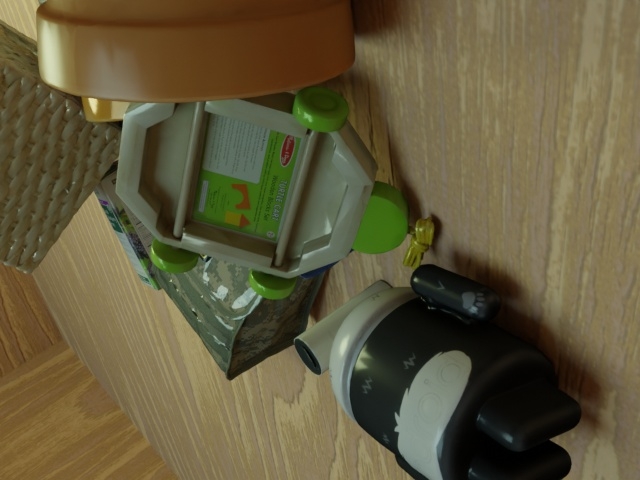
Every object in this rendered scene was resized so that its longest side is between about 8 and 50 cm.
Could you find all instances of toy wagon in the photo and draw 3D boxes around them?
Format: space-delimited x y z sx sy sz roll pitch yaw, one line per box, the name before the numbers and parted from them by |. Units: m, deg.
toy wagon | -0.045 -0.052 0.993 0.344 0.068 0.267 15 132 -3

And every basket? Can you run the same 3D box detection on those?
basket | -0.551 -0.174 1.538 0.266 0.331 0.328 41 -174 38

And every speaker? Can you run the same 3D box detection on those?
speaker | 0.035 0.106 1.128 0.055 0.136 0.055 43 154 28

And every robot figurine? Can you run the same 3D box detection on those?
robot figurine | 0.133 0.155 0.961 0.278 0.209 0.173 28 173 47

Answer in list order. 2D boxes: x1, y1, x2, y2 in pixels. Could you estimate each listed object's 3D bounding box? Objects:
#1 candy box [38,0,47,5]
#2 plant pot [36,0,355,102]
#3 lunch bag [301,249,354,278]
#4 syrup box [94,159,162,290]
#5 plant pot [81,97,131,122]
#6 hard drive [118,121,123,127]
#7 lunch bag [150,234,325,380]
candy box | -0.373 -0.340 1.446 0.159 0.071 0.233 42 154 33
plant pot | -0.114 -0.256 0.817 0.291 0.290 0.204 29 128 48
lunch bag | 0.000 0.000 1.117 0.067 0.098 0.065 56 175 -8
syrup box | -0.334 -0.034 1.729 0.093 0.096 0.237 13 132 59
plant pot | -0.188 -0.248 1.071 0.205 0.205 0.188 14 116 58
hard drive | -0.317 -0.188 1.591 0.094 0.022 0.135 34 147 44
lunch bag | -0.121 0.019 1.295 0.235 0.168 0.287 50 149 23
